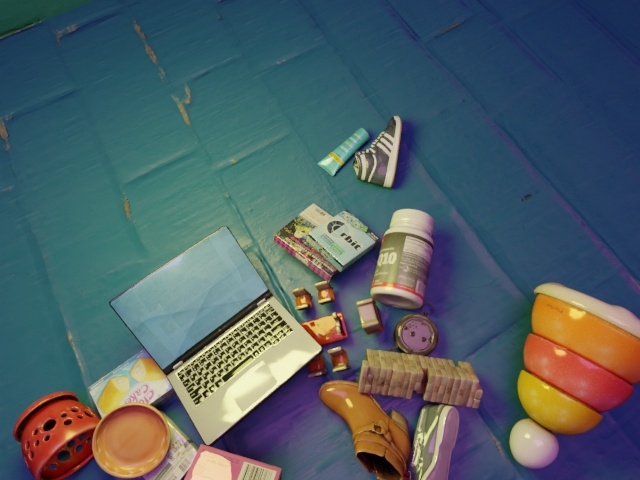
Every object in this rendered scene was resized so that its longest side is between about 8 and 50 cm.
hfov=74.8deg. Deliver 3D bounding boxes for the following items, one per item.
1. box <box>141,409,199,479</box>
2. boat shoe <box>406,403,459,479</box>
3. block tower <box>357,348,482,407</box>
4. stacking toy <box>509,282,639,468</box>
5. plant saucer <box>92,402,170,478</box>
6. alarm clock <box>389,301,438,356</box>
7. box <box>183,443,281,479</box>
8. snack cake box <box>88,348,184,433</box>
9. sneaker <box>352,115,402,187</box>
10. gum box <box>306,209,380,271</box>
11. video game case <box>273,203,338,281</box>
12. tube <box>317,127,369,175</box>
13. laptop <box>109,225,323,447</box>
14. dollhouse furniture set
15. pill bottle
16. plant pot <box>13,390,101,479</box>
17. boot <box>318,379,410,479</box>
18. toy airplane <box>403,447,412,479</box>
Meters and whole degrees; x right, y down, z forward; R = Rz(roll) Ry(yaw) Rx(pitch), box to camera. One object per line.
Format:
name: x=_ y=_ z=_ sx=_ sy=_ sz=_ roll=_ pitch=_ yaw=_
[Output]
box: x=-0.451 y=0.605 z=1.194 sx=0.186 sy=0.038 sz=0.145 roll=36 pitch=74 yaw=14
boat shoe: x=0.281 y=0.595 z=1.126 sx=0.099 sy=0.116 sz=0.320 roll=-1 pitch=55 yaw=47
block tower: x=0.276 y=0.387 z=1.187 sx=0.334 sy=0.097 sz=0.091 roll=7 pitch=108 yaw=-1
stacking toy: x=0.653 y=0.389 z=1.133 sx=0.350 sy=0.350 sz=0.480 roll=31 pitch=92 yaw=14
plant saucer: x=-0.515 y=0.543 z=1.151 sx=0.199 sy=0.037 sz=0.200 roll=0 pitch=88 yaw=-11
alarm clock: x=0.299 y=0.273 z=1.279 sx=0.129 sy=0.064 sz=0.192 roll=24 pitch=68 yaw=12
box: x=-0.216 y=0.648 z=1.045 sx=0.213 sy=0.243 sz=0.117 roll=12 pitch=38 yaw=8
snack cake box: x=-0.520 y=0.423 z=1.243 sx=0.264 sy=0.089 sz=0.152 roll=-35 pitch=70 yaw=-11
sneaker: x=0.202 y=-0.331 z=1.501 sx=0.153 sy=0.099 sz=0.283 roll=9 pitch=72 yaw=4
gum box: x=0.074 y=-0.004 z=1.337 sx=0.157 sy=0.041 sz=0.184 roll=42 pitch=53 yaw=20
video game case: x=0.000 y=0.000 z=1.371 sx=0.232 sy=0.042 sz=0.210 roll=35 pitch=51 yaw=15
tube: x=0.090 y=-0.326 z=1.536 sx=0.207 sy=0.052 sz=0.080 roll=-44 pitch=62 yaw=-7
laptop: x=-0.278 y=0.238 z=1.141 sx=0.381 sy=0.237 sz=0.408 roll=-37 pitch=51 yaw=-18
dollhouse furniture set: x=0.055 y=0.262 z=1.279 sx=0.258 sy=0.135 sz=0.262 roll=-17 pitch=68 yaw=8
pill bottle: x=0.263 y=0.057 z=1.311 sx=0.161 sy=0.161 sz=0.284 roll=13 pitch=69 yaw=8
plant pot: x=-0.722 y=0.534 z=1.161 sx=0.174 sy=0.191 sz=0.191 roll=35 pitch=74 yaw=25
boot: x=0.104 y=0.502 z=1.108 sx=0.283 sy=0.220 sz=0.109 roll=31 pitch=107 yaw=7
toy airplane: x=0.260 y=0.654 z=1.145 sx=0.151 sy=0.028 sz=0.151 roll=0 pitch=62 yaw=0
